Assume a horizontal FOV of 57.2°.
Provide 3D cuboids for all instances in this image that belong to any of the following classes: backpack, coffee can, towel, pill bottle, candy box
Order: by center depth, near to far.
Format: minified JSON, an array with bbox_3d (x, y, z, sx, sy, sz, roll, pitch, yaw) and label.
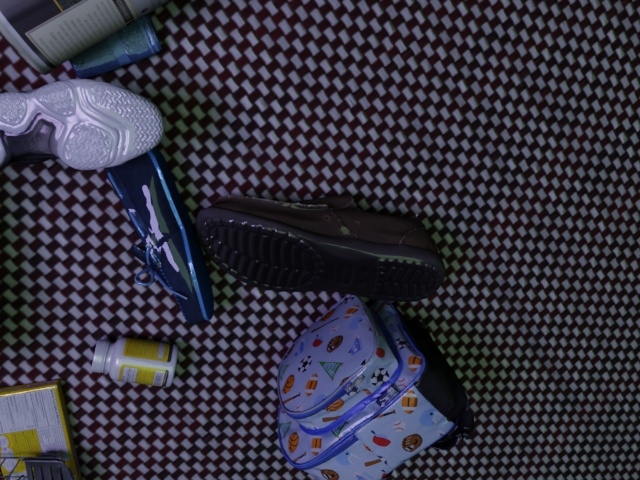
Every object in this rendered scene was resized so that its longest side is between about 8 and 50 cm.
[{"bbox_3d":[-0.254,-0.345,0.660,0.275,0.201,0.202,-33,109,-6],"label":"coffee can"},{"bbox_3d":[-0.276,-0.262,0.774,0.119,0.029,0.067,-22,108,-7],"label":"towel"},{"bbox_3d":[0.053,0.232,0.869,0.213,0.276,0.263,37,100,-14],"label":"backpack"},{"bbox_3d":[-0.275,0.178,0.871,0.116,0.065,0.065,12,101,-16],"label":"pill bottle"},{"bbox_3d":[-0.431,0.314,0.890,0.105,0.027,0.206,-7,106,-11],"label":"candy box"}]

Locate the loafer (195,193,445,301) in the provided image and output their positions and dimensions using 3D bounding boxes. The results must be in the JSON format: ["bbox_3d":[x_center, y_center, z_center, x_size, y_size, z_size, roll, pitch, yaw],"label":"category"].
[{"bbox_3d":[0.000,0.000,0.875,0.365,0.130,0.134,13,135,-7],"label":"loafer"}]

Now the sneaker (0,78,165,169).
[{"bbox_3d":[-0.319,-0.144,0.726,0.268,0.153,0.102,-4,106,-2],"label":"sneaker"}]

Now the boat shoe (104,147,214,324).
[{"bbox_3d":[-0.225,-0.001,0.830,0.088,0.109,0.259,-19,92,0],"label":"boat shoe"}]

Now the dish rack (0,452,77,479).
[{"bbox_3d":[-0.489,0.410,0.857,0.271,0.074,0.209,0,107,1],"label":"dish rack"}]
